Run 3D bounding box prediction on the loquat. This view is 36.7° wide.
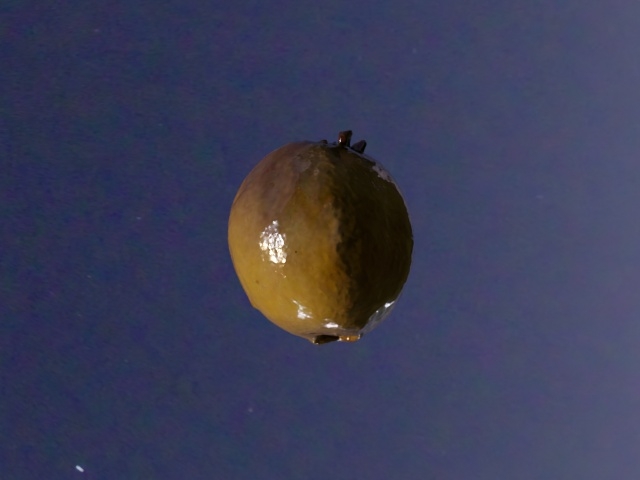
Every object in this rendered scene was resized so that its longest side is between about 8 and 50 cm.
[{"bbox_3d":[0.000,0.000,1.086,0.238,0.193,0.238,7,-101,-39],"label":"loquat"}]
